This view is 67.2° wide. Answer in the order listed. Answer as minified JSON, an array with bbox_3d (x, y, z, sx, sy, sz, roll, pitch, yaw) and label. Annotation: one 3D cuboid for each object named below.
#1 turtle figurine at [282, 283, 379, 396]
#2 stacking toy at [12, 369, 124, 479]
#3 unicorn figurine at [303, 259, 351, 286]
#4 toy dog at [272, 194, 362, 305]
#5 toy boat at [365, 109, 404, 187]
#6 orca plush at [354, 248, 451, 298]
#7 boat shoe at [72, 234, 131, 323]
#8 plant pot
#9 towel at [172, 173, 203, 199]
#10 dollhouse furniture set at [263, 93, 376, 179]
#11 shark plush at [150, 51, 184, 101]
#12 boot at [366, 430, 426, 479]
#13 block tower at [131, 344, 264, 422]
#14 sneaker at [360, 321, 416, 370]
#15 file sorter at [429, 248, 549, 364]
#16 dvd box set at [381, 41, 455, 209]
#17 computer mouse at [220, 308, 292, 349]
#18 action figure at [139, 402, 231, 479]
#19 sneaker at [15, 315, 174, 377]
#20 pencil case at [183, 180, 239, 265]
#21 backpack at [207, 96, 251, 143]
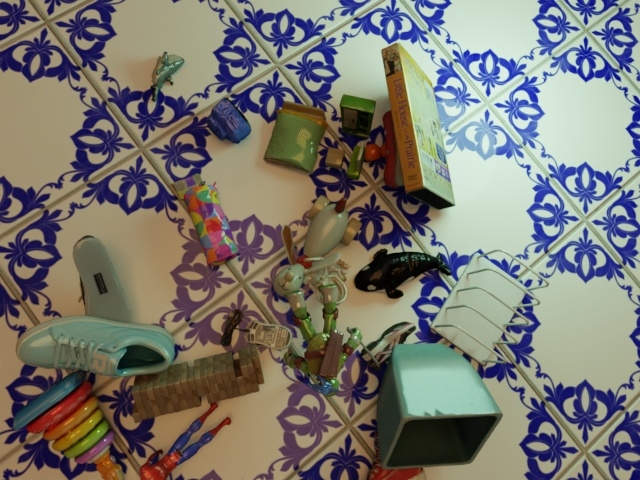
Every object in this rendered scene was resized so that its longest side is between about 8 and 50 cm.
[{"bbox_3d":[-0.001,0.254,1.259,0.197,0.274,0.266,-11,89,27],"label":"turtle figurine"},{"bbox_3d":[-0.583,0.488,1.195,0.165,0.175,0.302,-36,96,-15],"label":"stacking toy"},{"bbox_3d":[0.004,0.107,1.393,0.111,0.060,0.162,42,62,12],"label":"unicorn figurine"},{"bbox_3d":[0.000,0.000,1.321,0.220,0.161,0.334,15,60,-4],"label":"toy dog"},{"bbox_3d":[0.203,-0.272,1.468,0.151,0.151,0.231,-9,77,21],"label":"toy boat"},{"bbox_3d":[0.246,0.091,1.400,0.287,0.102,0.151,2,78,-7],"label":"orca plush"},{"bbox_3d":[-0.586,0.136,1.278,0.113,0.105,0.306,-20,106,-22],"label":"boat shoe"},{"bbox_3d":[0.273,0.411,1.254,0.247,0.247,0.252,1,39,-9],"label":"plant pot"},{"bbox_3d":[-0.385,-0.158,1.415,0.083,0.009,0.060,-23,81,-11],"label":"towel"},{"bbox_3d":[-0.011,-0.313,1.399,0.301,0.151,0.198,14,76,7],"label":"dollhouse furniture set"},{"bbox_3d":[-0.469,-0.497,1.455,0.067,0.073,0.161,27,69,-33],"label":"shark plush"},{"bbox_3d":[0.145,0.603,1.291,0.244,0.088,0.176,-20,81,-19],"label":"boot"},{"bbox_3d":[-0.320,0.370,1.256,0.335,0.091,0.097,-13,111,-10],"label":"block tower"},{"bbox_3d":[0.202,0.302,1.377,0.178,0.072,0.077,-34,96,-5],"label":"sneaker"},{"bbox_3d":[0.488,0.187,1.377,0.193,0.173,0.278,36,76,0],"label":"file sorter"},{"bbox_3d":[0.291,-0.317,1.405,0.062,0.307,0.420,-14,79,28],"label":"dvd box set"},{"bbox_3d":[-0.173,0.262,1.342,0.193,0.042,0.106,14,72,1],"label":"computer mouse"},{"bbox_3d":[-0.367,0.551,1.238,0.091,0.139,0.280,47,54,7],"label":"action figure"},{"bbox_3d":[-0.540,0.268,1.179,0.366,0.150,0.135,2,99,-24],"label":"sneaker"},{"bbox_3d":[-0.306,-0.047,1.359,0.104,0.104,0.236,-18,82,-11],"label":"pencil case"},{"bbox_3d":[-0.270,-0.342,1.428,0.120,0.098,0.101,45,85,-10],"label":"backpack"}]
